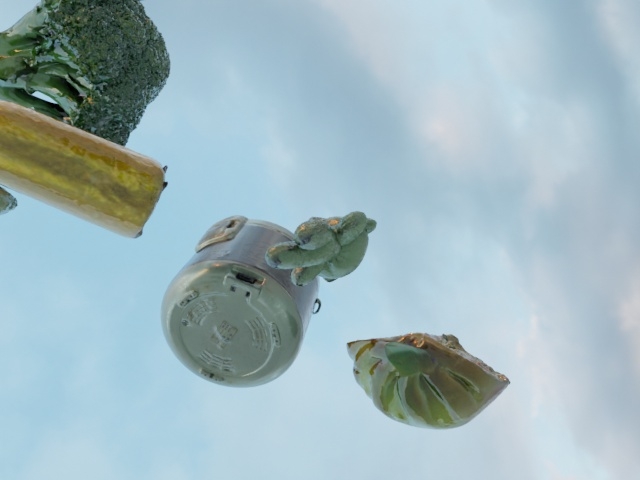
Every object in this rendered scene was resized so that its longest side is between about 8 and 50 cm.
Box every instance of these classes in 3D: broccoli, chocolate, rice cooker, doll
[{"bbox_3d":[-0.333,-0.239,0.774,0.241,0.269,0.262,3,-111,-3],"label":"broccoli"},{"bbox_3d":[-0.244,-0.074,0.467,0.219,0.085,0.086,25,-112,-36],"label":"chocolate"},{"bbox_3d":[-0.150,0.113,1.095,0.288,0.288,0.277,58,-159,-18],"label":"rice cooker"},{"bbox_3d":[0.000,0.000,0.610,0.077,0.115,0.150,49,-162,19],"label":"doll"}]

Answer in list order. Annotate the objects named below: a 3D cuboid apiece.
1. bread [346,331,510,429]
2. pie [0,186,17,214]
[{"bbox_3d":[0.168,0.230,0.908,0.158,0.260,0.156,18,-116,-61],"label":"bread"},{"bbox_3d":[-0.424,-0.053,0.552,0.201,0.248,0.090,18,-90,-37],"label":"pie"}]
